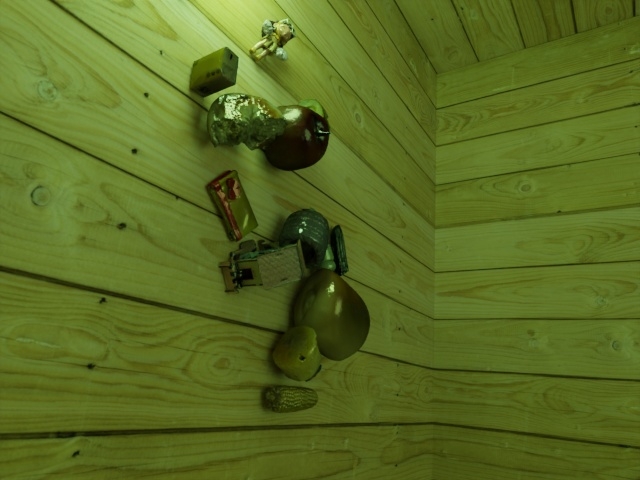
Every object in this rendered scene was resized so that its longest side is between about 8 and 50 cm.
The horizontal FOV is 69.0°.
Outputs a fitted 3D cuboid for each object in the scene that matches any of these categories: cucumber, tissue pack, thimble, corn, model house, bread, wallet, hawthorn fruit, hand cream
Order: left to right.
[{"bbox_3d":[-0.371,-0.585,1.619,0.082,0.169,0.119,23,66,-51],"label":"tissue pack"},{"bbox_3d":[-0.318,-0.127,1.714,0.141,0.067,0.241,-48,125,-48],"label":"wallet"},{"bbox_3d":[-0.298,-0.439,1.701,0.314,0.171,0.192,-22,67,-40],"label":"bread"},{"bbox_3d":[-0.179,0.078,1.734,0.326,0.245,0.169,-21,104,-56],"label":"model house"},{"bbox_3d":[-0.109,0.639,1.872,0.305,0.106,0.106,30,60,-55],"label":"corn"},{"bbox_3d":[-0.088,0.451,1.859,0.197,0.197,0.170,-62,139,-42],"label":"bread"},{"bbox_3d":[-0.088,-0.420,1.907,0.268,0.301,0.267,0,90,-69],"label":"hawthorn fruit"},{"bbox_3d":[-0.059,-0.007,1.967,0.236,0.205,0.172,55,41,-36],"label":"thimble"},{"bbox_3d":[-0.054,-0.503,2.095,0.124,0.186,0.256,-34,118,-73],"label":"bread"},{"bbox_3d":[0.000,0.000,2.152,0.147,0.093,0.305,17,62,-79],"label":"hand cream"},{"bbox_3d":[0.061,0.328,2.053,0.376,0.253,0.347,50,44,-40],"label":"bread"},{"bbox_3d":[0.091,0.055,2.322,0.077,0.077,0.265,-11,92,-58],"label":"cucumber"}]

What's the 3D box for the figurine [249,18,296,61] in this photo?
[{"bbox_3d":[-0.203,-0.848,1.978,0.174,0.116,0.240,57,47,-32],"label":"figurine"}]
